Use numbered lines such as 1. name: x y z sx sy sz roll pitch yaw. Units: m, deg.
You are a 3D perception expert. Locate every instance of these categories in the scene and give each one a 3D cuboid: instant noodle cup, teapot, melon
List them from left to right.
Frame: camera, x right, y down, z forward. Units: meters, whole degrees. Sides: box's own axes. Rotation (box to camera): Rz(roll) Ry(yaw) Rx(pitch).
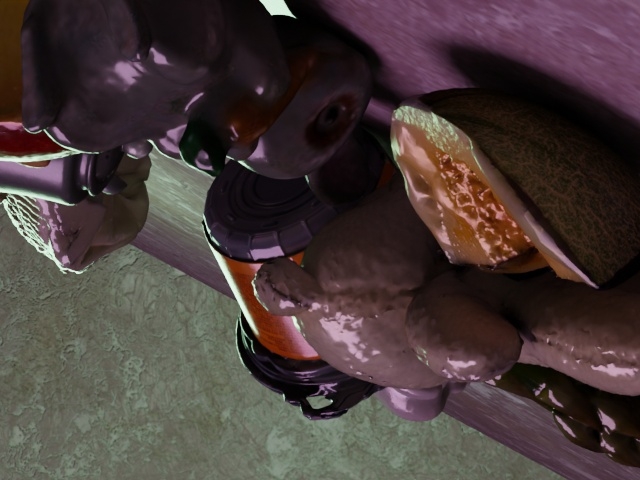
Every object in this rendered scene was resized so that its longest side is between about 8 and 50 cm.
1. teapot: -0.199 -0.098 1.435 0.149 0.162 0.239 20 157 7
2. instant noodle cup: 0.000 0.000 1.228 0.208 0.178 0.125 -93 -23 -50
3. melon: 0.100 -0.035 0.909 0.128 0.079 0.160 51 168 -17

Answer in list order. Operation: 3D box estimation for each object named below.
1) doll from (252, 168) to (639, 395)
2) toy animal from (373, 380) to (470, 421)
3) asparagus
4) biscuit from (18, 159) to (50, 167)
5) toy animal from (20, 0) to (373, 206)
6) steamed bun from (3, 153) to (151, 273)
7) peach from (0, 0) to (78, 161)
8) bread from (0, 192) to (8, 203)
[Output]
1. doll: 0.112 0.020 1.042 0.278 0.149 0.175 8 168 36
2. toy animal: 0.053 0.075 1.709 0.178 0.127 0.193 30 175 21
3. asparagus: 0.225 0.137 1.664 0.287 0.080 0.080 31 174 -17
4. biscuit: -0.221 -0.115 1.256 0.035 0.250 0.162 96 162 -51
5. toy animal: -0.039 -0.089 1.011 0.125 0.127 0.251 7 173 45
6. steamed bun: -0.237 -0.075 1.788 0.211 0.144 0.218 36 152 60
7. peach: -0.191 -0.128 1.150 0.267 0.158 0.154 27 179 9
8. bread: -0.346 -0.149 1.553 0.185 0.114 0.275 58 -175 20
